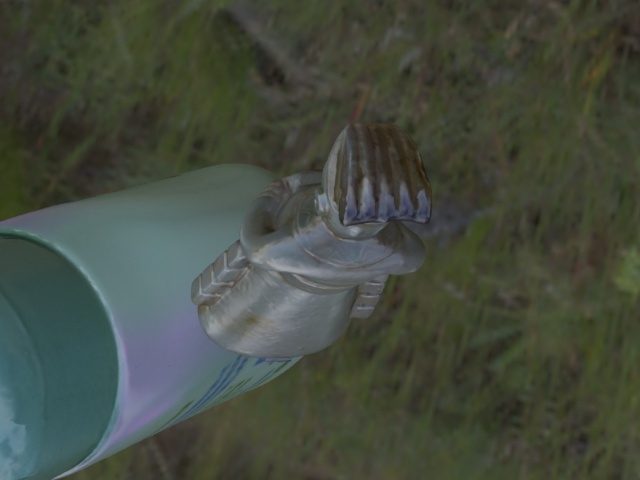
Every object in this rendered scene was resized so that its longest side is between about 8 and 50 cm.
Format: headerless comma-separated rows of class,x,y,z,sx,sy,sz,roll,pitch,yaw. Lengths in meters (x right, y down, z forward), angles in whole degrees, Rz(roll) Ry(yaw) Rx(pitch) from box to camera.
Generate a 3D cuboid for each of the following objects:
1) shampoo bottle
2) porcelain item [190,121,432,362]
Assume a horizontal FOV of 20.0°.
shampoo bottle,-0.145,0.055,1.059,0.222,0.349,0.151,-24,88,31
porcelain item,0.000,0.000,0.756,0.084,0.054,0.213,-2,163,-14
